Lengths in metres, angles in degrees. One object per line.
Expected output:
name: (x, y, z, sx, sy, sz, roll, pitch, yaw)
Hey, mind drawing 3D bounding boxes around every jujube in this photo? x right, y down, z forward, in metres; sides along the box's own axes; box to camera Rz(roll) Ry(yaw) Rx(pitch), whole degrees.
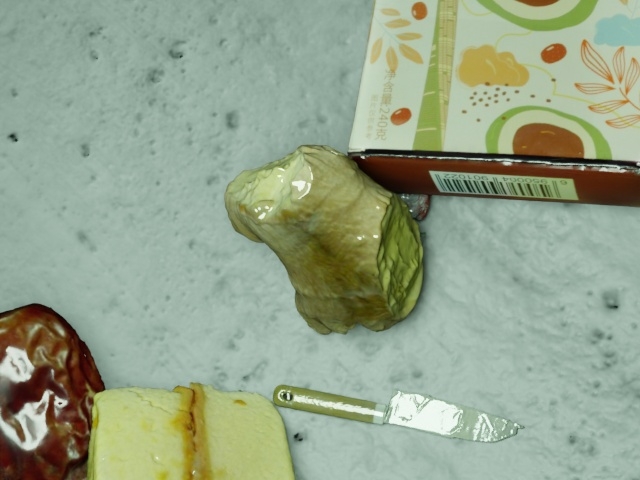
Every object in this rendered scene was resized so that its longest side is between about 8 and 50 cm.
jujube: (-0.339, 0.201, 1.502, 0.183, 0.183, 0.243, -18, 95, 7)

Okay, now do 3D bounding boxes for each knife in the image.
knife: (0.089, 0.197, 1.510, 0.297, 0.017, 0.047, 9, 74, 13)

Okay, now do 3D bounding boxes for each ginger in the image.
ginger: (0.000, 0.000, 1.464, 0.221, 0.276, 0.130, 7, 43, 15)

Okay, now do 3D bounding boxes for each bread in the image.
bread: (-0.151, 0.266, 1.484, 0.240, 0.135, 0.178, 8, 44, -18)

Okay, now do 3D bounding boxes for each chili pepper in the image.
chili pepper: (0.104, -0.077, 1.553, 0.050, 0.041, 0.153, -2, 77, -6)

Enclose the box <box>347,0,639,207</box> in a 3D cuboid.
box: (0.234, -0.242, 1.484, 0.344, 0.122, 0.385, 4, 72, 18)
